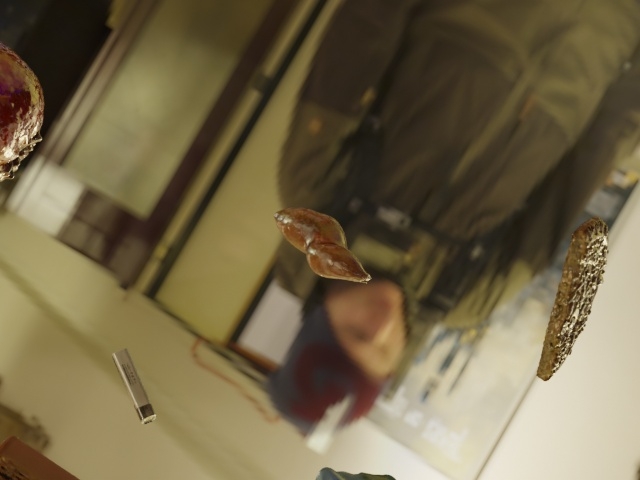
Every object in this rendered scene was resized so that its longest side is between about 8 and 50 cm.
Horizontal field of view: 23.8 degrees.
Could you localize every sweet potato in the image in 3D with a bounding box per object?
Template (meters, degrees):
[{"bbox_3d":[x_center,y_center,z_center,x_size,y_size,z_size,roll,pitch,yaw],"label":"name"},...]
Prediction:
[{"bbox_3d":[-0.002,-0.001,1.753,0.055,0.058,0.202,25,-171,-30],"label":"sweet potato"}]

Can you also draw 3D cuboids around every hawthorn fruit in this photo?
[{"bbox_3d":[-0.373,-0.166,1.370,0.285,0.165,0.165,47,180,4],"label":"hawthorn fruit"}]

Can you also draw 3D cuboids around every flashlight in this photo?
[{"bbox_3d":[-0.200,0.156,1.627,0.018,0.018,0.083,104,142,-64],"label":"flashlight"}]

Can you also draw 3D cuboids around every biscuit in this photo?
[{"bbox_3d":[0.295,0.057,1.724,0.025,0.206,0.126,24,-145,22],"label":"biscuit"}]

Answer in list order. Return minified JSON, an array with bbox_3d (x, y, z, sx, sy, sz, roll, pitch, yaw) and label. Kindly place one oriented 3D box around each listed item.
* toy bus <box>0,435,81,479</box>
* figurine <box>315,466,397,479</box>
[{"bbox_3d":[-0.120,0.312,1.234,0.409,0.092,0.093,35,-164,-4],"label":"toy bus"},{"bbox_3d":[0.007,0.224,0.896,0.114,0.178,0.144,17,164,-5],"label":"figurine"}]
